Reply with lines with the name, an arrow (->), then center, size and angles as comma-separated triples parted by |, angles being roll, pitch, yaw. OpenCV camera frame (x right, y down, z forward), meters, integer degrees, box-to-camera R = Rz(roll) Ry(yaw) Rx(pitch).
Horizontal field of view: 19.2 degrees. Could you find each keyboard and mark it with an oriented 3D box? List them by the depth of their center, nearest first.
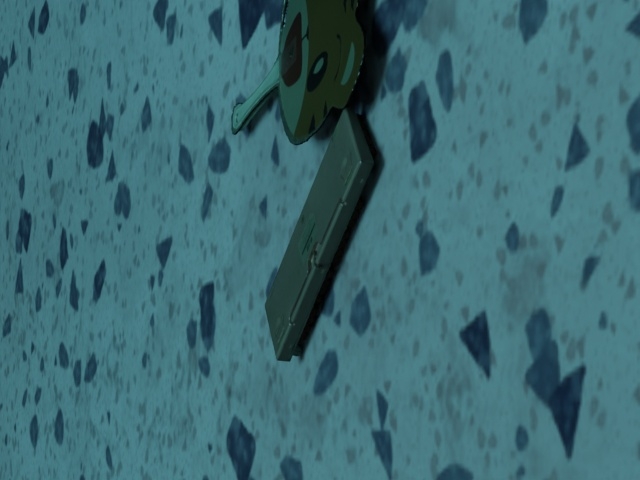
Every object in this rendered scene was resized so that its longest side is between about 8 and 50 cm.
keyboard -> 0.000, 0.000, 1.138 | 0.055, 0.017, 0.166 | -104, 28, -46

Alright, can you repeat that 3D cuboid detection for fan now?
fan -> -0.016, -0.116, 1.190 | 0.226, 0.008, 0.153 | 135, 139, -59
